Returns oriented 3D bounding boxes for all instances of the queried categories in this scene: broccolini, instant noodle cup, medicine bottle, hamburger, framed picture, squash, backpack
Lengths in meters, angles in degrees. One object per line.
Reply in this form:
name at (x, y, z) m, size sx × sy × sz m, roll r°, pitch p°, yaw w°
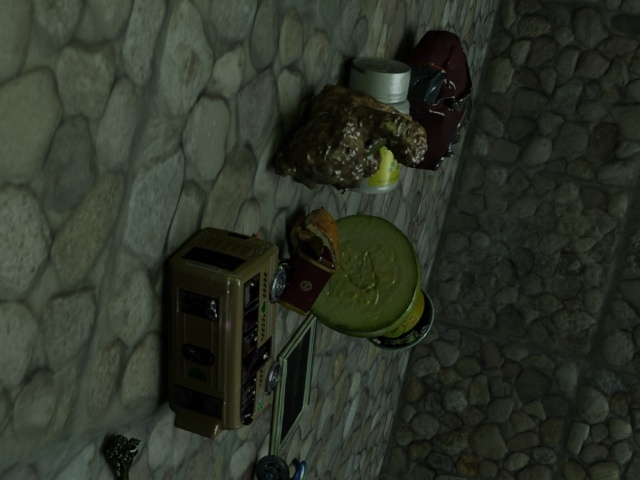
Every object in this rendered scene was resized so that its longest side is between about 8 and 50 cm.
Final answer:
broccolini at (-0.273, 0.343, 1.261) m, size 0.042 × 0.044 × 0.218 m, roll -81°, pitch 179°, yaw -49°
instant noodle cup at (0.181, 0.155, 2.401) m, size 0.236 × 0.216 × 0.215 m, roll 61°, pitch 45°, yaw -58°
medicine bottle at (0.106, -0.236, 1.853) m, size 0.143 × 0.144 × 0.258 m, roll -47°, pitch 147°, yaw -60°
hamburger at (0.001, -0.008, 1.769) m, size 0.176 × 0.087 × 0.102 m, roll 70°, pitch 35°, yaw -47°
framed picture at (-0.056, 0.321, 2.021) m, size 0.231 × 0.018 × 0.293 m, roll -50°, pitch 151°, yaw -57°
squash at (0.082, 0.070, 1.837) m, size 0.049 × 0.252 × 0.252 m, roll 55°, pitch 52°, yaw -73°
backpack at (0.286, -0.368, 2.256) m, size 0.283 × 0.197 × 0.317 m, roll 79°, pitch 28°, yaw -54°

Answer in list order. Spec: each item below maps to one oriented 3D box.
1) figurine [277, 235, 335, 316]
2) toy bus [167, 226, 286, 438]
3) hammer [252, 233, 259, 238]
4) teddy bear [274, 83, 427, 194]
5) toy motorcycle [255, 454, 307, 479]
figurine at (-0.039, 0.053, 1.682) m, size 0.154 × 0.098 × 0.082 m, roll -61°, pitch -158°, yaw 25°
toy bus at (-0.144, 0.140, 1.320) m, size 0.157 × 0.140 × 0.289 m, roll -43°, pitch 143°, yaw -57°
hammer at (-0.117, 0.021, 1.523) m, size 0.052 × 0.031 × 0.083 m, roll 91°, pitch 9°, yaw -49°
teddy bear at (0.066, -0.157, 1.632) m, size 0.296 × 0.246 × 0.222 m, roll 39°, pitch 43°, yaw -42°
toy motorcycle at (-0.091, 0.572, 1.902) m, size 0.092 × 0.136 × 0.254 m, roll -22°, pitch 125°, yaw -71°
